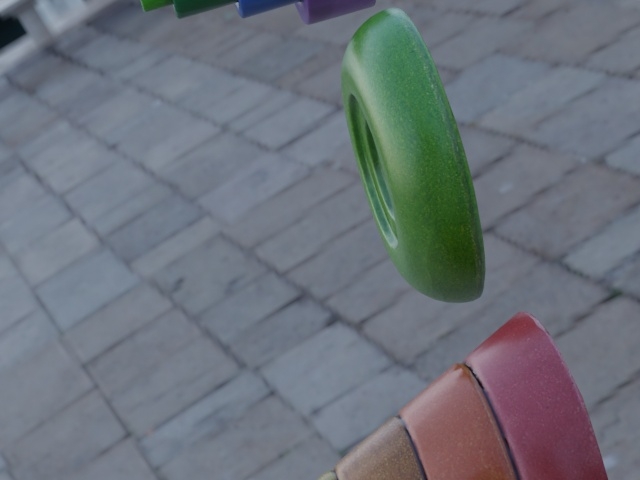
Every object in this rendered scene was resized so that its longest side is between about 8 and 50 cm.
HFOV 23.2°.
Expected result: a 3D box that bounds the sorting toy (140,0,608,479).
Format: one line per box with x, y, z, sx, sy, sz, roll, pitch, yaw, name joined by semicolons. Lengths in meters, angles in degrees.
0.000;0.000;0.634;0.126;0.127;0.365;-17;59;-5;sorting toy
